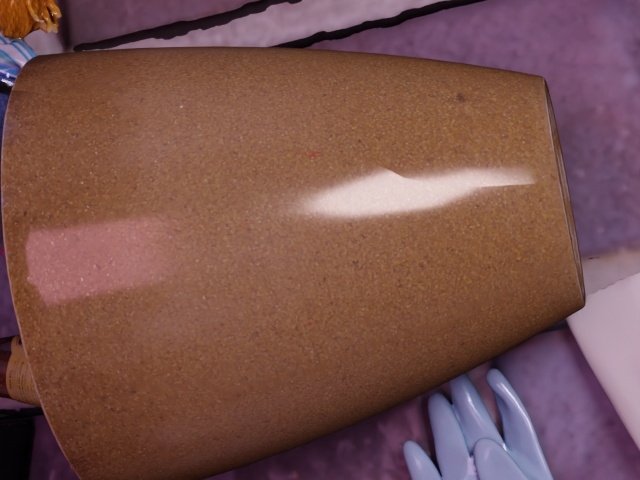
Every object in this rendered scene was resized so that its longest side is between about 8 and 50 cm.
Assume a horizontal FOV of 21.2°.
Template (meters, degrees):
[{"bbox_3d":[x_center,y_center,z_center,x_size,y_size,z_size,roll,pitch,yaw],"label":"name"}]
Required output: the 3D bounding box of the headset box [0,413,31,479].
[{"bbox_3d":[-0.342,0.154,0.996,0.283,0.246,0.131,7,90,27],"label":"headset box"}]

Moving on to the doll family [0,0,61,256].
[{"bbox_3d":[-0.220,-0.092,1.024,0.263,0.118,0.163,26,98,25],"label":"doll family"}]

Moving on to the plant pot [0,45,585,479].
[{"bbox_3d":[0.000,0.000,0.873,0.254,0.237,0.237,-9,82,10],"label":"plant pot"}]

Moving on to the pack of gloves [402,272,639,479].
[{"bbox_3d":[0.153,0.148,0.873,0.195,0.046,0.232,-29,60,22],"label":"pack of gloves"}]

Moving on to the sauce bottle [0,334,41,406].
[{"bbox_3d":[-0.175,0.078,1.034,0.128,0.042,0.042,10,91,24],"label":"sauce bottle"}]
